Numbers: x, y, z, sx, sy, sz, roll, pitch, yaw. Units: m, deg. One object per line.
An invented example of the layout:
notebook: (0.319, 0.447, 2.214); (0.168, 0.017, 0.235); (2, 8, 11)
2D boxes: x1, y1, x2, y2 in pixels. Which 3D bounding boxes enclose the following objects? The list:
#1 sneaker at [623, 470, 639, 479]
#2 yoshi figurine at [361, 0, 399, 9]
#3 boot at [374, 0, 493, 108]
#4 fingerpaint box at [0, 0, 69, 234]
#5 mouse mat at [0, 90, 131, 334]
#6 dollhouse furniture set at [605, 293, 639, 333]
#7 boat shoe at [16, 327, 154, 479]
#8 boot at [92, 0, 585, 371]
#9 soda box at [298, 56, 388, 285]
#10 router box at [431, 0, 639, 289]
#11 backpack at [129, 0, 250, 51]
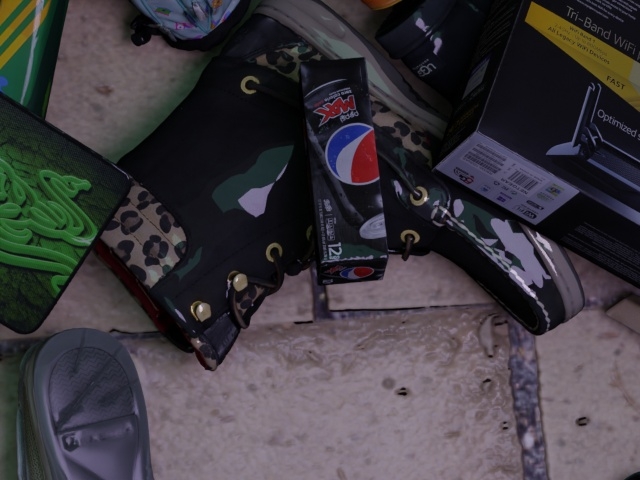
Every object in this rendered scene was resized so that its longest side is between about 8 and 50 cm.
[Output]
sneaker: (0.319, 0.237, 1.368); (0.302, 0.108, 0.121); (-19, 86, -9)
yoshi figurine: (-0.039, -0.355, 1.338); (0.362, 0.203, 0.203); (59, 44, -23)
boot: (0.171, -0.172, 1.442); (0.207, 0.094, 0.246); (47, 50, -17)
fingerpaint box: (-0.417, -0.236, 1.276); (0.445, 0.163, 0.371); (13, 99, -5)
mouse mat: (-0.258, -0.034, 1.243); (0.190, 0.007, 0.152); (32, 96, -14)
dollhouse furniture set: (0.302, 0.099, 1.445); (0.114, 0.091, 0.081); (31, 118, 22)
boat shoe: (-0.185, 0.232, 1.318); (0.118, 0.103, 0.320); (-9, 85, -28)
boot: (0.000, 0.000, 1.358); (0.284, 0.138, 0.377); (-42, 83, -14)
soda box: (0.016, -0.054, 1.278); (0.053, 0.060, 0.169); (-5, 72, -4)
router box: (0.267, -0.092, 1.336); (0.309, 0.081, 0.243); (29, 59, -11)
backpack: (-0.116, -0.253, 1.364); (0.115, 0.182, 0.152); (8, 72, 21)
